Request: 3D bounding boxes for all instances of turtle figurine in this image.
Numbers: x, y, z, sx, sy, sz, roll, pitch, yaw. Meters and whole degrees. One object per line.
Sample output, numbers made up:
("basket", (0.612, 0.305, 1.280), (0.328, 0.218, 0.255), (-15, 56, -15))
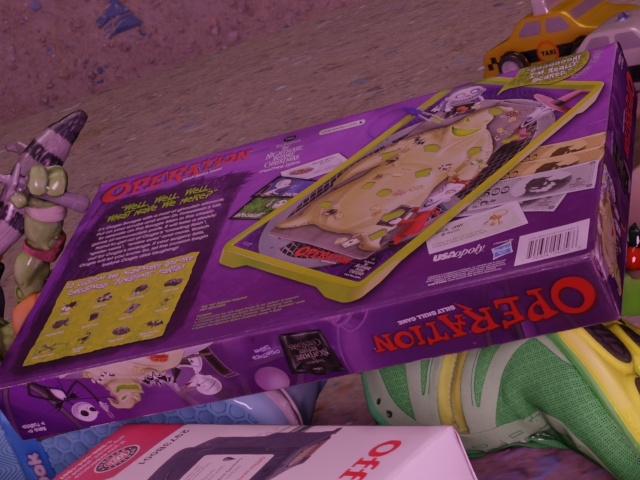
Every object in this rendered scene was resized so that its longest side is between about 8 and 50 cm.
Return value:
("turtle figurine", (-0.171, 0.047, 1.111), (0.266, 0.275, 0.198), (-14, 51, 10))

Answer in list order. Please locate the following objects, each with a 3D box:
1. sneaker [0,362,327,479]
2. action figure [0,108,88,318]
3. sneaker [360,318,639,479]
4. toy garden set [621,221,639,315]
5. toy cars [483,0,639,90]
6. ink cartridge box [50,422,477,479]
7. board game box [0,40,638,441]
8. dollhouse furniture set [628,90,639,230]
("sneaker", (-0.133, 0.103, 1.000), (0.319, 0.127, 0.208), (-4, 23, 21))
("action figure", (-0.316, 0.019, 1.240), (0.178, 0.330, 0.341), (8, -19, 7))
("sneaker", (0.100, 0.079, 0.840), (0.295, 0.109, 0.123), (29, 95, 55))
("toy garden set", (0.261, 0.007, 0.775), (0.244, 0.049, 0.204), (-3, 14, -10))
("toy cars", (0.279, -0.211, 1.572), (0.176, 0.087, 0.394), (-23, 16, -5))
("ink cartridge box", (-0.055, 0.166, 0.711), (0.237, 0.100, 0.172), (-7, 21, 44))
("board game box", (0.000, 0.000, 0.854), (0.347, 0.056, 0.208), (-13, 36, 24))
("dollhouse furniture set", (0.301, -0.035, 1.018), (0.355, 0.174, 0.303), (-41, 4, 30))
